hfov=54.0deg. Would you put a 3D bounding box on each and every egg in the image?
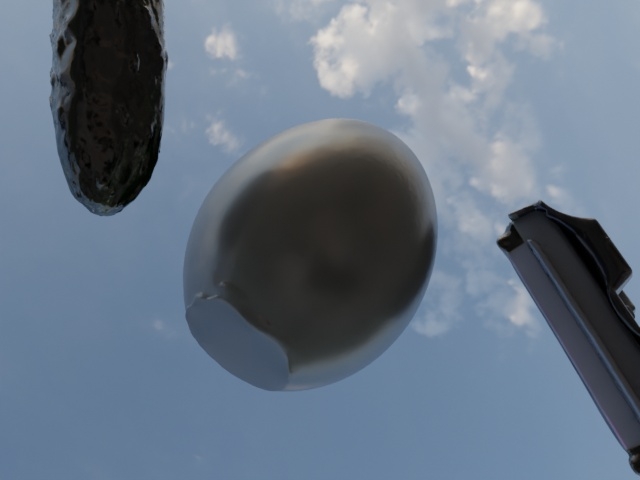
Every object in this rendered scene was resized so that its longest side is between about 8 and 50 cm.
[{"bbox_3d":[0.000,0.000,0.477,0.176,0.176,0.232,43,-126,-15],"label":"egg"}]

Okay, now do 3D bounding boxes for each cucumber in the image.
[{"bbox_3d":[-0.140,-0.165,0.400,0.081,0.072,0.304,-9,-98,-19],"label":"cucumber"}]

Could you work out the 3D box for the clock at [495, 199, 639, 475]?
[{"bbox_3d":[0.264,0.090,0.572,0.186,0.083,0.253,30,-148,-59],"label":"clock"}]
